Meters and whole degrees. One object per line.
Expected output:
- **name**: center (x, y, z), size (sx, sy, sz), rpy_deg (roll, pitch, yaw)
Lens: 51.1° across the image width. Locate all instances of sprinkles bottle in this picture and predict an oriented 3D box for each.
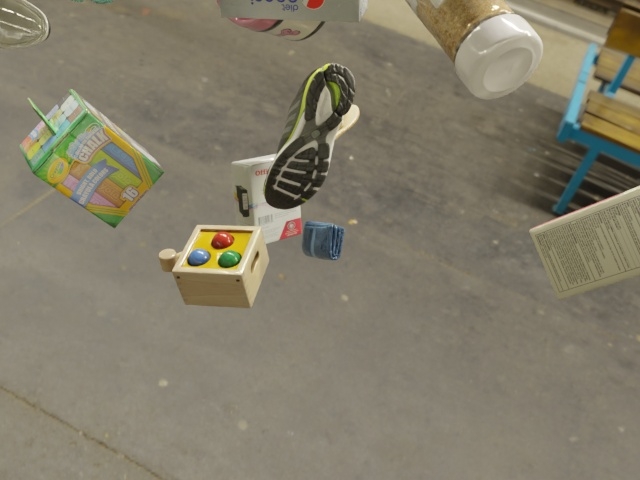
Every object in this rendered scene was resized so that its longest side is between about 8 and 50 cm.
- **sprinkles bottle**: center (0.207, -0.380, 1.054), size (0.121, 0.121, 0.355), rpy_deg (-6, 53, -26)

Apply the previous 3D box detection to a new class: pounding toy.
- **pounding toy**: center (-0.206, 0.021, 1.210), size (0.206, 0.094, 0.181), rpy_deg (2, 41, 14)

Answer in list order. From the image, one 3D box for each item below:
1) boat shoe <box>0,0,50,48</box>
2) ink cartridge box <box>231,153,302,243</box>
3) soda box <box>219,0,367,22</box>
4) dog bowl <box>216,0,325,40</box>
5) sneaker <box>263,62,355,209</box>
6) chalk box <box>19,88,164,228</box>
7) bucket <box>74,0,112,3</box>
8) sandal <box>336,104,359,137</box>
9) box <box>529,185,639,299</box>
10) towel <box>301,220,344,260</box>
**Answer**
- **boat shoe**: center (-0.281, -0.185, 0.561), size (0.125, 0.046, 0.038), rpy_deg (6, 12, 8)
- **ink cartridge box**: center (-0.113, -0.090, 1.426), size (0.127, 0.175, 0.072), rpy_deg (-16, 22, -37)
- **soda box**: center (-0.053, -0.489, 1.307), size (0.286, 0.098, 0.091), rpy_deg (6, 35, 13)
- **dog bowl**: center (-0.124, -0.666, 1.532), size (0.150, 0.408, 0.408), rpy_deg (-15, 47, -34)
- **sneaker**: center (-0.028, -0.200, 1.301), size (0.111, 0.300, 0.121), rpy_deg (23, 11, -20)
- **chalk box**: center (-0.387, -0.144, 1.078), size (0.213, 0.132, 0.132), rpy_deg (41, 1, -40)
- **bucket**: center (-0.445, -0.614, 1.264), size (0.281, 0.281, 0.183), rpy_deg (11, -5, -7)
- **sandal**: center (0.016, -0.282, 1.585), size (0.088, 0.079, 0.240), rpy_deg (1, 43, 38)
- **box**: center (0.542, -0.001, 1.258), size (0.127, 0.232, 0.148), rpy_deg (-14, 81, -53)
- **towel**: center (0.000, 0.000, 1.219), size (0.029, 0.067, 0.119), rpy_deg (7, 0, -29)
